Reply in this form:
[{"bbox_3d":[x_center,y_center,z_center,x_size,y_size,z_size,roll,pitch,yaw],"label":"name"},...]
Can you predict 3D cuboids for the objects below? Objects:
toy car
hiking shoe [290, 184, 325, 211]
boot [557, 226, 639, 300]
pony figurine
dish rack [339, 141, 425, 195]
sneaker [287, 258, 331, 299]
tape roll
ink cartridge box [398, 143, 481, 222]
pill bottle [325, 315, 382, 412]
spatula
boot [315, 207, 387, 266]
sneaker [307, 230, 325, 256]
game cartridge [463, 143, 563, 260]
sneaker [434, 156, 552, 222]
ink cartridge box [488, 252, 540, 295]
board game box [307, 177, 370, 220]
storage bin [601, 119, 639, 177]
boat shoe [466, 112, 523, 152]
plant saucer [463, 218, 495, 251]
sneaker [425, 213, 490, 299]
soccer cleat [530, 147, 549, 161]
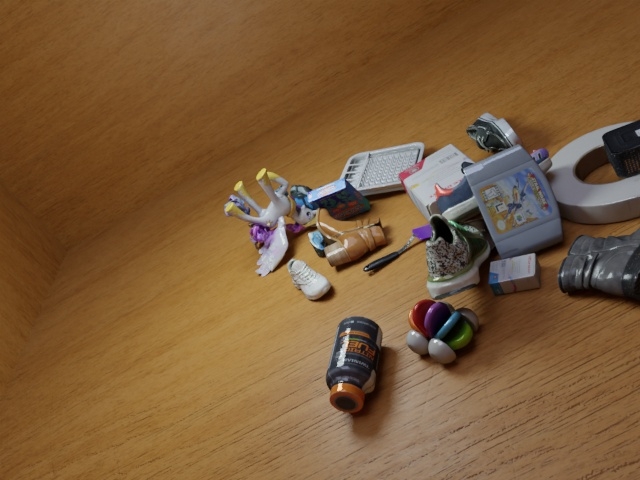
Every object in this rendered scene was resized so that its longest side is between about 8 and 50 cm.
[{"bbox_3d":[0.300,0.212,1.535,0.159,0.136,0.182,-45,30,-21],"label":"toy car"},{"bbox_3d":[-0.007,-0.151,2.484,0.304,0.113,0.132,6,77,41],"label":"hiking shoe"},{"bbox_3d":[0.732,0.001,1.454,0.338,0.118,0.222,-41,24,-23],"label":"boot"},{"bbox_3d":[-0.194,-0.084,2.356,0.351,0.363,0.303,-43,33,15],"label":"pony figurine"},{"bbox_3d":[0.247,-0.266,2.368,0.332,0.072,0.286,-8,36,26],"label":"dish rack"},{"bbox_3d":[-0.052,0.125,2.056,0.090,0.115,0.232,-43,30,-17],"label":"sneaker"},{"bbox_3d":[0.829,-0.196,1.696,0.391,0.072,0.392,-24,30,15],"label":"tape roll"},{"bbox_3d":[0.421,-0.179,2.022,0.226,0.131,0.306,-28,29,4],"label":"ink cartridge box"},{"bbox_3d":[0.087,0.328,1.584,0.130,0.130,0.246,-18,33,26],"label":"pill bottle"},{"bbox_3d":[0.268,0.024,1.972,0.296,0.030,0.084,-33,29,0],"label":"spatula"},{"bbox_3d":[0.106,-0.047,2.142,0.220,0.109,0.284,-24,40,7],"label":"boot"},{"bbox_3d":[0.000,0.000,2.254,0.073,0.063,0.162,-28,29,4],"label":"sneaker"},{"bbox_3d":[0.543,-0.107,1.667,0.198,0.297,0.062,-25,-14,21],"label":"game cartridge"},{"bbox_3d":[0.501,-0.189,1.781,0.349,0.148,0.131,-26,-13,9],"label":"sneaker"},{"bbox_3d":[0.516,0.090,1.593,0.122,0.052,0.089,-16,33,32],"label":"ink cartridge box"},{"bbox_3d":[0.071,-0.147,2.259,0.160,0.210,0.047,-21,61,24],"label":"board game box"},{"bbox_3d":[0.860,-0.257,1.594,0.180,0.084,0.122,-21,30,22],"label":"storage bin"},{"bbox_3d":[0.618,-0.367,2.155,0.119,0.121,0.335,-37,17,9],"label":"boat shoe"},{"bbox_3d":[0.449,0.012,1.799,0.198,0.036,0.199,-26,30,16],"label":"plant saucer"},{"bbox_3d":[0.361,-0.002,1.634,0.157,0.182,0.410,-16,15,21],"label":"sneaker"},{"bbox_3d":[0.650,-0.189,1.872,0.248,0.083,0.095,-44,45,-17],"label":"soccer cleat"}]
